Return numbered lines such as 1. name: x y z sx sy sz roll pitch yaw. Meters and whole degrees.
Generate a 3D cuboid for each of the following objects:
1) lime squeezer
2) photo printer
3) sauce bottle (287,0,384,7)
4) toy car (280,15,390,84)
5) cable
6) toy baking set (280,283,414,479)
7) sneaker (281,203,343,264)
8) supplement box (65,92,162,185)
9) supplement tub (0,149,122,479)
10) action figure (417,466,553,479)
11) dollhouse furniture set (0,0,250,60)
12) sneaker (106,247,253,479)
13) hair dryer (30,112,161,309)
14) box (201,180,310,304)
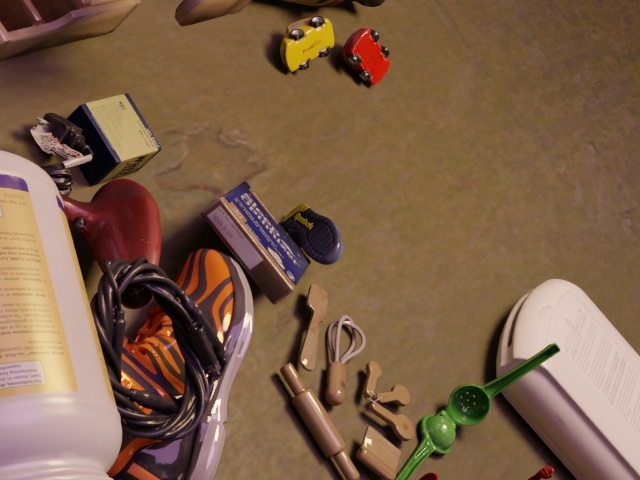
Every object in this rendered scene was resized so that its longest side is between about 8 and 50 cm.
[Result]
1. lime squeezer: 0.187 0.242 1.644 0.310 0.110 0.059 -36 108 -24
2. photo printer: 0.395 0.217 1.878 0.307 0.107 0.256 48 36 -7
3. sauce bottle: -0.022 -0.422 1.925 0.344 0.111 0.111 -3 64 -47
4. toy car: 0.037 -0.359 1.895 0.053 0.225 0.239 27 18 39
5. cable: -0.170 0.103 1.207 0.150 0.047 0.184 -48 118 -41
6. toy baking set: 0.027 0.185 1.568 0.256 0.030 0.197 55 33 1
7. sneaker: 0.000 0.000 1.620 0.059 0.053 0.144 53 -2 -30
8. supplement box: -0.250 -0.121 1.476 0.083 0.056 0.083 -26 82 -53
9. supplement tub: -0.309 0.113 1.070 0.241 0.241 0.331 5 58 -46
10. action figure: 0.263 0.344 1.614 0.280 0.139 0.091 18 50 -42
11. dollhouse furniture set: -0.252 -0.391 1.405 0.362 0.394 0.256 56 37 2
12. sneaker: -0.179 0.110 1.313 0.180 0.124 0.321 32 41 -28
13. hair dryer: -0.274 -0.024 1.328 0.293 0.080 0.223 37 33 21
14. box: -0.073 -0.004 1.520 0.136 0.036 0.225 51 8 -4
